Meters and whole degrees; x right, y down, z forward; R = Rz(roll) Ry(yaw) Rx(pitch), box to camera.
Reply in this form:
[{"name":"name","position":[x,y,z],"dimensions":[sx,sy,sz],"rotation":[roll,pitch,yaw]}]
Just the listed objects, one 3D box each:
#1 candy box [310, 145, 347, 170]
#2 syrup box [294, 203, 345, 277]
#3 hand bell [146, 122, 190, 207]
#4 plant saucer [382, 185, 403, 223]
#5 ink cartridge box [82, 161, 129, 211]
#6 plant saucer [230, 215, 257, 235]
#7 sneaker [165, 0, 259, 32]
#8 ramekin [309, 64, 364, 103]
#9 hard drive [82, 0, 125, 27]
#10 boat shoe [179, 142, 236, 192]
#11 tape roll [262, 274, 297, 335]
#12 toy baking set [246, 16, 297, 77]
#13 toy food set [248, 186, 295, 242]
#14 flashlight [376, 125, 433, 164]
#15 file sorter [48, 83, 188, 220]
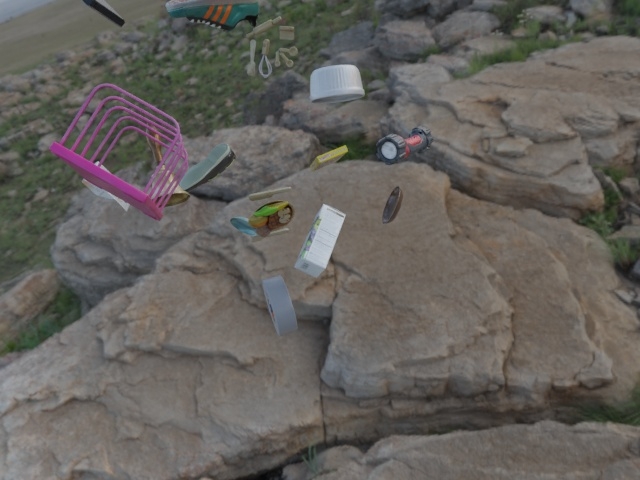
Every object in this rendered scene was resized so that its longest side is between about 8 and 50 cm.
[{"name":"candy box","position":[0.026,-0.278,1.750],"dimensions":[0.105,0.027,0.206],"rotation":[-26,3,-6]},{"name":"syrup box","position":[0.000,0.000,1.798],"dimensions":[0.096,0.093,0.237],"rotation":[25,60,-8]},{"name":"hand bell","position":[-0.471,-0.229,1.499],"dimensions":[0.126,0.242,0.126],"rotation":[-16,-8,-2]},{"name":"plant saucer","position":[0.304,-0.144,2.141],"dimensions":[0.029,0.169,0.169],"rotation":[20,34,-10]},{"name":"ink cartridge box","position":[-0.772,-0.189,1.870],"dimensions":[0.045,0.179,0.145],"rotation":[-32,30,8]},{"name":"plant saucer","position":[-0.287,-0.060,1.963],"dimensions":[0.119,0.119,0.021],"rotation":[7,62,35]},{"name":"sneaker","position":[-0.339,-0.728,1.657],"dimensions":[0.301,0.121,0.108],"rotation":[-14,37,-19]},{"name":"ramekin","position":[0.057,-0.581,1.912],"dimensions":[0.206,0.109,0.207],"rotation":[-6,8,1]},{"name":"hard drive","position":[-0.508,-0.539,1.152],"dimensions":[0.022,0.094,0.135],"rotation":[-46,-3,8]},{"name":"boat shoe","position":[-0.391,-0.238,1.780],"dimensions":[0.227,0.069,0.081],"rotation":[-40,53,0]},{"name":"tape roll","position":[-0.153,0.242,1.918],"dimensions":[0.072,0.219,0.219],"rotation":[-16,31,-11]},{"name":"toy baking set","position":[-0.210,-0.776,2.082],"dimensions":[0.256,0.197,0.030],"rotation":[-17,20,17]},{"name":"toy food set","position":[-0.129,-0.056,1.371],"dimensions":[0.132,0.192,0.039],"rotation":[-14,55,-15]},{"name":"flashlight","position":[0.310,-0.354,1.851],"dimensions":[0.103,0.103,0.304],"rotation":[36,38,17]},{"name":"file sorter","position":[-0.416,-0.187,1.139],"dimensions":[0.182,0.202,0.290],"rotation":[-61,7,-10]}]
